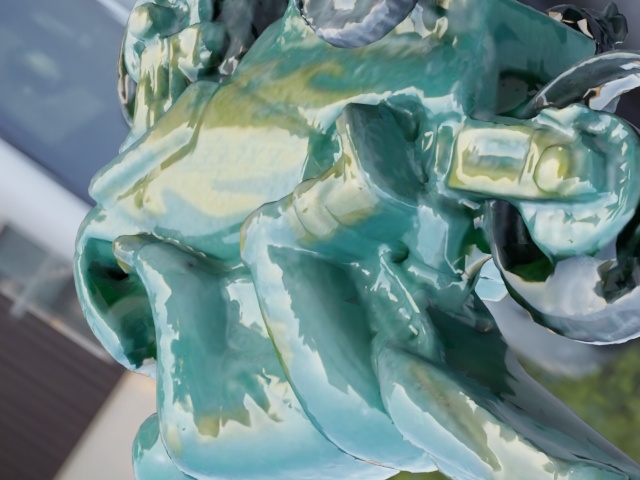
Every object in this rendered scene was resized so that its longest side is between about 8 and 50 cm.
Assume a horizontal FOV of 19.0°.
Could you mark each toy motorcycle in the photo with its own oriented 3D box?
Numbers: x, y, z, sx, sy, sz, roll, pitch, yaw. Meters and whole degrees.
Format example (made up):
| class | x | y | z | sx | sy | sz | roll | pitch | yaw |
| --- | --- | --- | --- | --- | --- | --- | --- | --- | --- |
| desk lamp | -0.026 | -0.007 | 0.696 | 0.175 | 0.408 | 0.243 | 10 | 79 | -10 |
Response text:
| class | x | y | z | sx | sy | sz | roll | pitch | yaw |
| --- | --- | --- | --- | --- | --- | --- | --- | --- | --- |
| toy motorcycle | 0.001 | 0.000 | 0.592 | 0.109 | 0.198 | 0.296 | 19 | 178 | -39 |
